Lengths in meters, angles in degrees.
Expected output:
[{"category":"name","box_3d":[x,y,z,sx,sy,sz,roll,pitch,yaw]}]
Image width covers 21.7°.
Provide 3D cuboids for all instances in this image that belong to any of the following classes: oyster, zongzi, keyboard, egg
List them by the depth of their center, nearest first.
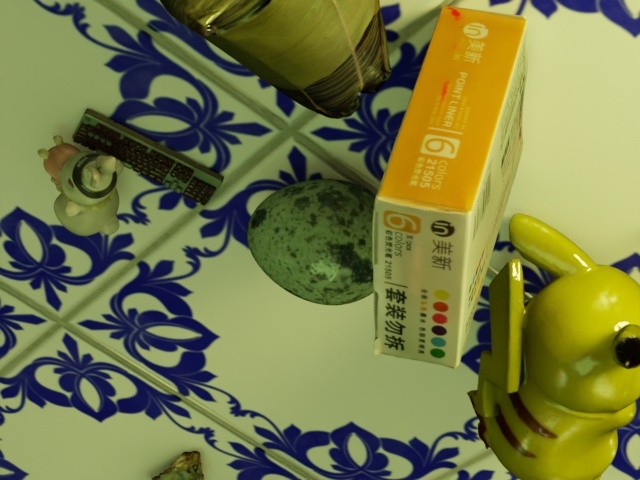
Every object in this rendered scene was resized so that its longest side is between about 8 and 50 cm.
[{"category":"zongzi","box_3d":[0.025,-0.280,1.453,0.317,0.154,0.289,-48,147,9]},{"category":"egg","box_3d":[0.000,0.000,1.750,0.172,0.132,0.132,10,141,28]},{"category":"keyboard","box_3d":[-0.187,-0.088,1.803,0.166,0.017,0.055,26,139,-11]},{"category":"oyster","box_3d":[-0.188,0.326,2.261,0.132,0.029,0.086,-26,130,35]}]

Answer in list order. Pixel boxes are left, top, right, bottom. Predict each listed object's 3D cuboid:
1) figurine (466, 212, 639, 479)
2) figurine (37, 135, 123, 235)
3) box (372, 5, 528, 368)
[{"category":"figurine","box_3d":[0.261,0.126,1.783,0.169,0.218,0.326,-12,142,-30]},{"category":"figurine","box_3d":[-0.264,-0.062,1.789,0.098,0.081,0.146,19,155,6]},{"category":"box","box_3d":[0.123,-0.052,1.546,0.091,0.274,0.220,11,137,12]}]
